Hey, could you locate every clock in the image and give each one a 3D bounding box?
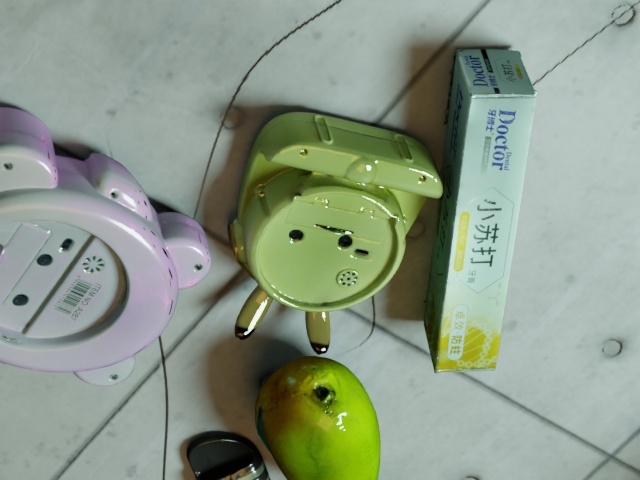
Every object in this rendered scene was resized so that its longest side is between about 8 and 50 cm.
[{"bbox_3d":[-0.241,0.020,1.412,0.247,0.090,0.227,25,118,-28],"label":"clock"},{"bbox_3d":[0.000,0.000,1.457,0.170,0.069,0.232,10,123,-19],"label":"clock"}]

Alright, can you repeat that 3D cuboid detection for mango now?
[{"bbox_3d":[0.001,0.191,1.571,0.111,0.125,0.233,-28,150,-6],"label":"mango"}]

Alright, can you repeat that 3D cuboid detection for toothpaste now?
[{"bbox_3d":[0.145,-0.022,1.462,0.071,0.089,0.313,0,126,-6],"label":"toothpaste"}]

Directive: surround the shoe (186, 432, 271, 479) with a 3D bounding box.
[{"bbox_3d":[-0.078,0.271,1.652,0.071,0.049,0.179,-22,127,4],"label":"shoe"}]
